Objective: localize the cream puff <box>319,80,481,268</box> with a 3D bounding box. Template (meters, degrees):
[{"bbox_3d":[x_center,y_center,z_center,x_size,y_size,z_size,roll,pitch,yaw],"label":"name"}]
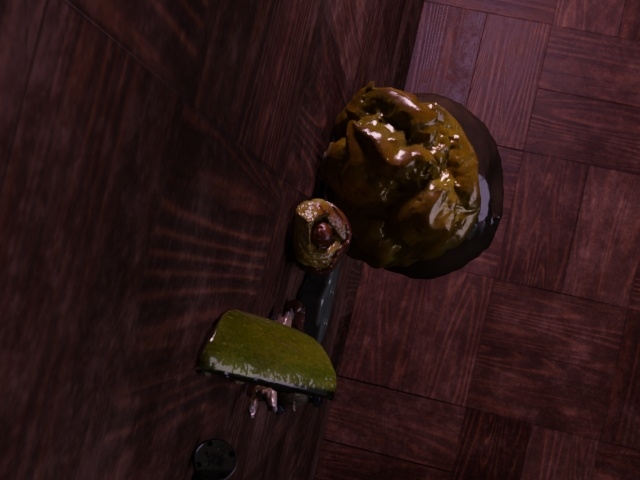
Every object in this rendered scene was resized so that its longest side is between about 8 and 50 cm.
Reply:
[{"bbox_3d":[0.130,-0.127,1.479,0.324,0.291,0.257,-56,140,-17],"label":"cream puff"}]

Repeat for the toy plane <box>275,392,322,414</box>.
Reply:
[{"bbox_3d":[-0.045,0.274,1.557,0.286,0.092,0.108,57,21,-77],"label":"toy plane"}]

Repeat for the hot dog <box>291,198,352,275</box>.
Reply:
[{"bbox_3d":[0.005,-0.002,1.375,0.261,0.093,0.123,31,73,-82],"label":"hot dog"}]

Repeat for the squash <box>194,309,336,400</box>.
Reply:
[{"bbox_3d":[-0.109,0.135,1.034,0.252,0.169,0.093,24,73,-48],"label":"squash"}]

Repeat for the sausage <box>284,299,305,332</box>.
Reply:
[{"bbox_3d":[-0.048,0.158,1.484,0.158,0.042,0.036,96,-28,-53],"label":"sausage"}]

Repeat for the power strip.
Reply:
[{"bbox_3d":[-0.003,0.100,1.630,0.193,0.059,0.265,-62,164,-65],"label":"power strip"}]

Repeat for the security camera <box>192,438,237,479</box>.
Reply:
[{"bbox_3d":[-0.137,0.288,1.013,0.092,0.058,0.058,114,-4,-52],"label":"security camera"}]

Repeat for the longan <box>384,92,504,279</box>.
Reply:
[{"bbox_3d":[0.246,-0.114,1.902,0.436,0.404,0.404,98,8,-58],"label":"longan"}]

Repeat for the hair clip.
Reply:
[{"bbox_3d":[-0.080,0.185,1.242,0.214,0.056,0.062,-81,162,-51],"label":"hair clip"}]
